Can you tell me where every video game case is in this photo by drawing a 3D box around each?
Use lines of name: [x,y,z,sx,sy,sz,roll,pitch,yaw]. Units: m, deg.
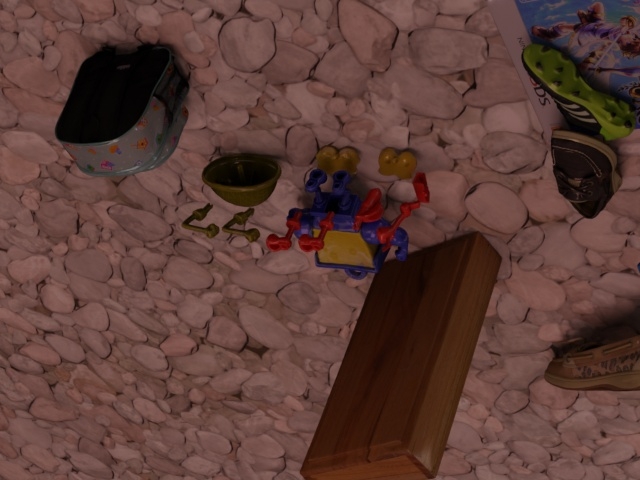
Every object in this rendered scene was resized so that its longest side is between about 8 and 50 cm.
video game case: [0.373,-0.246,1.760,0.269,0.061,0.244,-7,133,31]

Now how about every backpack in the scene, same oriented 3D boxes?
backpack: [-0.288,-0.175,2.046,0.165,0.188,0.144,1,135,23]

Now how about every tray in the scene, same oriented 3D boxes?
tray: [0.122,0.177,2.069,0.202,0.411,0.076,-20,124,39]

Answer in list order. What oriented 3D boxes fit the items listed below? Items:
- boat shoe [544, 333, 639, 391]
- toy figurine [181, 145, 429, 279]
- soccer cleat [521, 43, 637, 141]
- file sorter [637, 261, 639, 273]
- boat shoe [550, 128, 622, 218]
boat shoe: [0.446,0.184,2.156,0.104,0.089,0.285,0,176,-29]
toy figurine: [0.000,0.000,2.117,0.362,0.191,0.217,3,141,23]
soccer cleat: [0.315,-0.180,1.769,0.179,0.060,0.072,34,152,-14]
file sorter: [0.535,0.069,1.959,0.104,0.118,0.170,24,151,47]
boat shoe: [0.349,-0.084,1.869,0.080,0.073,0.223,17,172,25]
